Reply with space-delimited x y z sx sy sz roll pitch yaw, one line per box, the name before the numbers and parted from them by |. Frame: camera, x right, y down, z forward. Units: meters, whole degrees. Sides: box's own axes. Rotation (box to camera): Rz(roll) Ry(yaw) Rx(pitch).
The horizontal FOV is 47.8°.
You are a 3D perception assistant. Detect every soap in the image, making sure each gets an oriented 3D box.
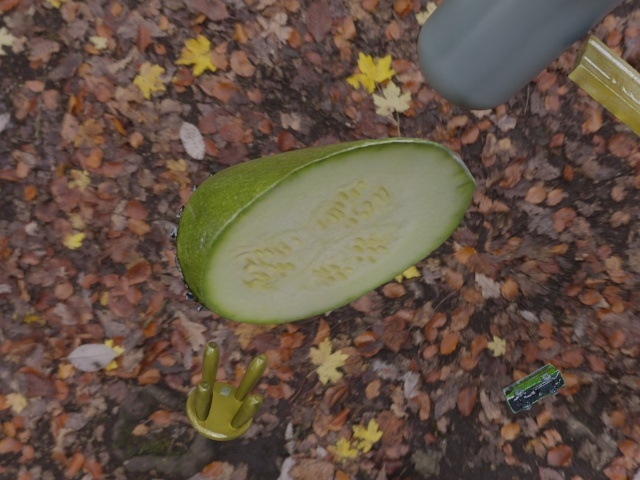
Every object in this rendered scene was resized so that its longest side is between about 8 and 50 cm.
soap | 0.498 -0.214 1.135 0.252 0.037 0.092 36 54 -9

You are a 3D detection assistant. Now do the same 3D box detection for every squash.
squash | 0.000 0.000 0.707 0.260 0.189 0.189 2 89 45

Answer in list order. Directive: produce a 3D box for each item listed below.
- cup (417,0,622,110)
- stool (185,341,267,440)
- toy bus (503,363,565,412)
cup | 0.304 -0.361 1.146 0.205 0.205 0.312 55 136 8
stool | -0.147 0.239 1.138 0.135 0.134 0.110 43 133 27
toy bus | 0.296 0.206 1.008 0.083 0.037 0.031 -29 106 1
